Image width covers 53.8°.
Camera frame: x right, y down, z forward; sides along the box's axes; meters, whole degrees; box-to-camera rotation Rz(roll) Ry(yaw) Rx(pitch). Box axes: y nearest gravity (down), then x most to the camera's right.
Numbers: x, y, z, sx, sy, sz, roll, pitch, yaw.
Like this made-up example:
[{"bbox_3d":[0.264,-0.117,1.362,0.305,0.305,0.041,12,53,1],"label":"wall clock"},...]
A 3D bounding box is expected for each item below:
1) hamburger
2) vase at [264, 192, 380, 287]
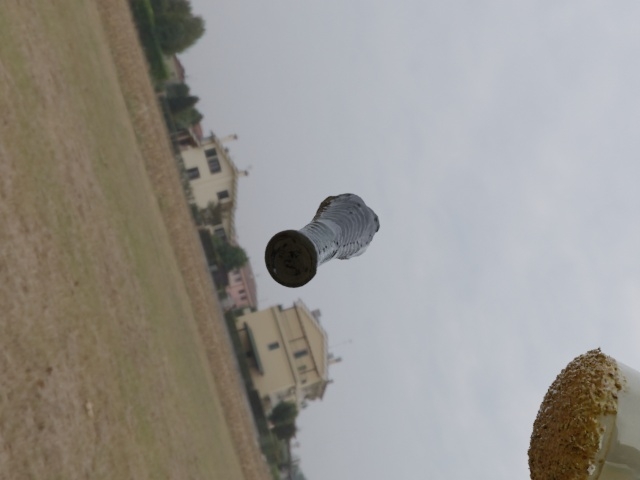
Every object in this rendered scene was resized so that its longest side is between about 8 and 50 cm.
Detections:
[{"bbox_3d":[0.448,0.331,1.051,0.276,0.178,0.295,-47,149,-65],"label":"hamburger"},{"bbox_3d":[0.000,0.000,0.920,0.237,0.115,0.116,-29,105,-66],"label":"vase"}]
